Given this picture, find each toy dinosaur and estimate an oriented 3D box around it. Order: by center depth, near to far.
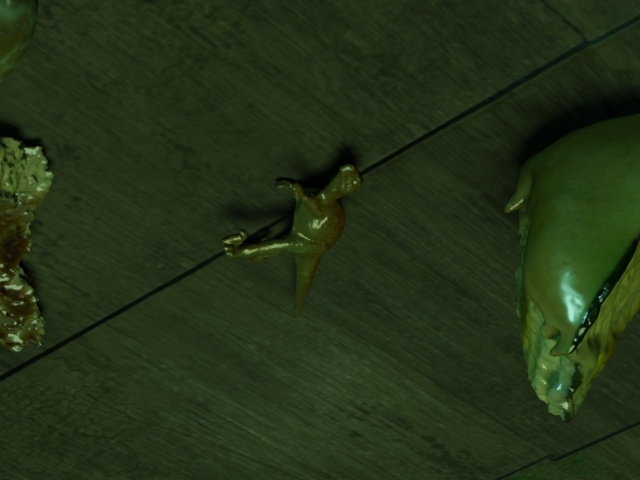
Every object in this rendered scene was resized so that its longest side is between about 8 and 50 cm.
[{"bbox_3d":[0.000,0.000,1.382,0.126,0.039,0.162,-21,143,17],"label":"toy dinosaur"}]

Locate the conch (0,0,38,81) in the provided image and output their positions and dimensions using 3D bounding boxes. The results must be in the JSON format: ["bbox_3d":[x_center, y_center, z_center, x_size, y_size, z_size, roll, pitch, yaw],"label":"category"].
[{"bbox_3d":[-0.235,-0.141,1.102,0.116,0.106,0.173,39,141,-22],"label":"conch"}]

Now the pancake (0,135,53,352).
[{"bbox_3d":[-0.277,0.031,1.363,0.266,0.057,0.244,-23,142,20],"label":"pancake"}]

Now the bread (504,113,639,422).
[{"bbox_3d":[0.204,-0.009,1.329,0.133,0.251,0.174,30,155,25],"label":"bread"}]
